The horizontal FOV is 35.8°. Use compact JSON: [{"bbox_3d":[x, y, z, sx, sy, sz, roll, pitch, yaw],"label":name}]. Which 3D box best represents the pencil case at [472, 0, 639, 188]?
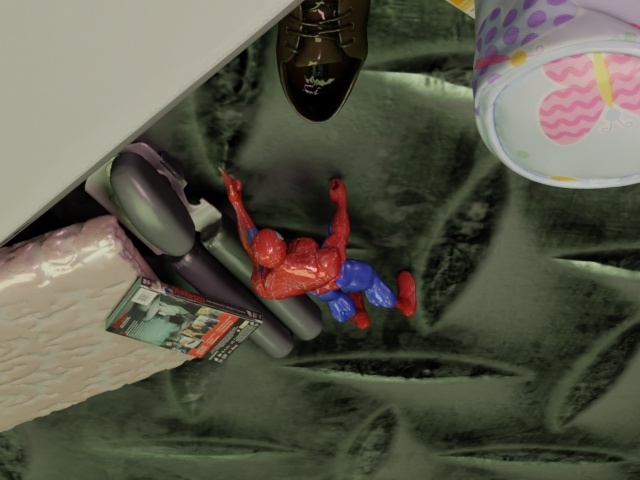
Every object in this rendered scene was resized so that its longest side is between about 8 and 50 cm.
[{"bbox_3d":[0.143,-0.161,0.534,0.124,0.273,0.113,17,147,-15],"label":"pencil case"}]

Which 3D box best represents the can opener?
[{"bbox_3d":[-0.103,0.020,0.899,0.074,0.093,0.280,-32,126,19],"label":"can opener"}]

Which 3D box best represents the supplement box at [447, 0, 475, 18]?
[{"bbox_3d":[0.139,-0.180,0.703,0.098,0.036,0.062,23,137,-31],"label":"supplement box"}]

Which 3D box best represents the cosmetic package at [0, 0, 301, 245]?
[{"bbox_3d":[-0.154,-0.124,0.563,0.453,0.230,0.161,-32,104,35],"label":"cosmetic package"}]

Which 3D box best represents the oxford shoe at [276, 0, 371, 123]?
[{"bbox_3d":[0.006,-0.168,0.662,0.083,0.096,0.227,-2,143,2],"label":"oxford shoe"}]

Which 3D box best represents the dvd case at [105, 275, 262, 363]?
[{"bbox_3d":[-0.124,0.074,0.902,0.119,0.013,0.087,18,139,-24],"label":"dvd case"}]

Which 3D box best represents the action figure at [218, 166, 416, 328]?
[{"bbox_3d":[0.000,0.000,0.919,0.091,0.139,0.280,-19,164,19],"label":"action figure"}]

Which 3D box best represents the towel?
[{"bbox_3d":[-0.303,0.102,0.950,0.332,0.053,0.317,-21,156,-1],"label":"towel"}]
